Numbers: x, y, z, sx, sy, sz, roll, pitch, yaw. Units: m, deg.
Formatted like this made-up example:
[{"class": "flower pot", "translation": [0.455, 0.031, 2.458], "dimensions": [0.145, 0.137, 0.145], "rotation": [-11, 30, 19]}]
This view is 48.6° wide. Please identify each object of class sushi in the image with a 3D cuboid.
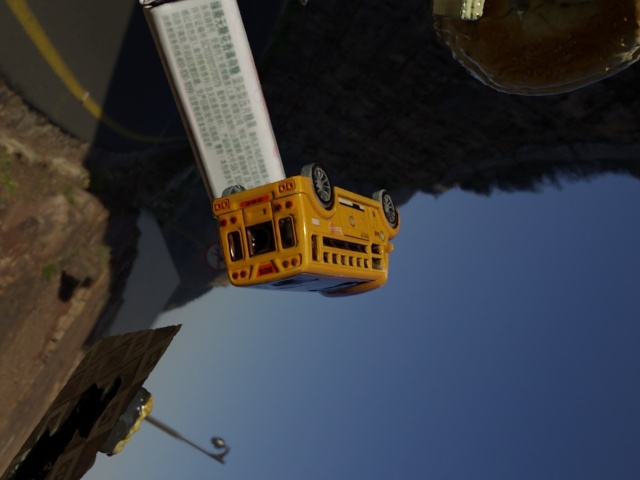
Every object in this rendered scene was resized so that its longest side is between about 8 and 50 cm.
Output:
[{"class": "sushi", "translation": [-0.296, 0.247, 0.914], "dimensions": [0.294, 0.059, 0.292], "rotation": [-13, -139, 54]}]

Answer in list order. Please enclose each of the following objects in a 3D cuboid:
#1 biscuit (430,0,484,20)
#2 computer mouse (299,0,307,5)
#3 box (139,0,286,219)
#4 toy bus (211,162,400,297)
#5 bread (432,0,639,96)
[{"class": "biscuit", "translation": [0.156, -0.348, 0.780], "dimensions": [0.121, 0.040, 0.199], "rotation": [-118, -153, -68]}, {"class": "computer mouse", "translation": [-0.015, -0.327, 0.774], "dimensions": [0.079, 0.047, 0.135], "rotation": [-88, -171, -58]}, {"class": "box", "translation": [-0.118, -0.155, 0.882], "dimensions": [0.112, 0.370, 0.190], "rotation": [-17, -148, -2]}, {"class": "toy bus", "translation": [0.000, 0.000, 0.574], "dimensions": [0.083, 0.088, 0.194], "rotation": [-14, 168, 26]}, {"class": "bread", "translation": [0.297, -0.333, 0.925], "dimensions": [0.305, 0.305, 0.159], "rotation": [-48, -164, 53]}]
